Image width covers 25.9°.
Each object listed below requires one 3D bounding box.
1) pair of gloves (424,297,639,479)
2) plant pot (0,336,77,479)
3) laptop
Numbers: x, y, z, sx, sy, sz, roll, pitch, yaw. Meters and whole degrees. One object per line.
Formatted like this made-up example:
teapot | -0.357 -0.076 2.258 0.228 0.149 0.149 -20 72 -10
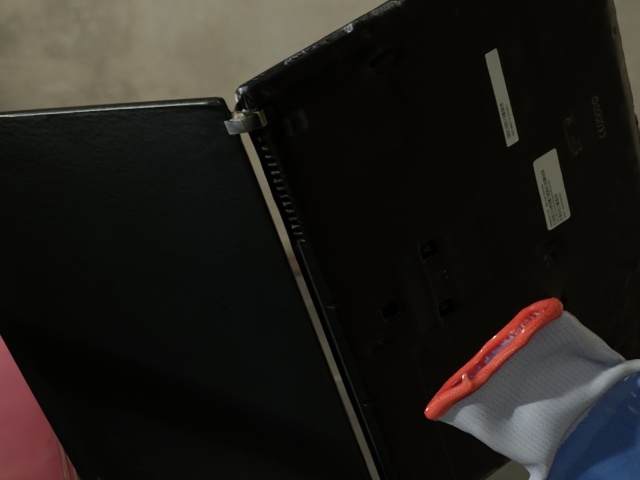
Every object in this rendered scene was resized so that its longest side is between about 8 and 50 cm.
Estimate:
pair of gloves | 0.136 0.034 0.396 0.159 0.198 0.023 40 -170 -23
plant pot | -0.245 0.145 0.857 0.201 0.180 0.201 167 90 -79
laptop | 0.000 0.000 0.603 0.136 0.264 0.234 35 151 50
